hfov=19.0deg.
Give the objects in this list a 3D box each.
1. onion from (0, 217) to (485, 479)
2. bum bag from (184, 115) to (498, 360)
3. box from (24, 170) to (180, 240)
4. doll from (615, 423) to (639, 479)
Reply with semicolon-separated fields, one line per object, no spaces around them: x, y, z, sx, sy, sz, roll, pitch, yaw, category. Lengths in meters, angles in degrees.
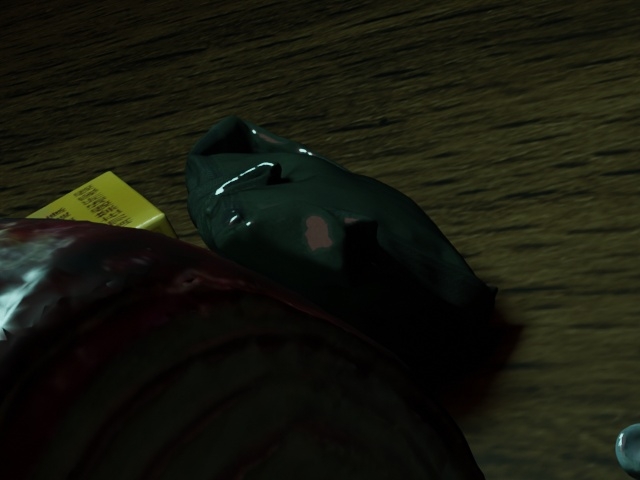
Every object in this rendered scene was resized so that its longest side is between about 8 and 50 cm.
-0.098;0.096;0.597;0.206;0.207;0.216;-3;48;47;onion
0.000;0.000;0.988;0.326;0.142;0.079;-127;60;-77;bum bag
-0.214;0.065;1.168;0.274;0.076;0.174;-30;16;-9;box
0.181;0.069;0.592;0.180;0.079;0.094;-5;50;23;doll
